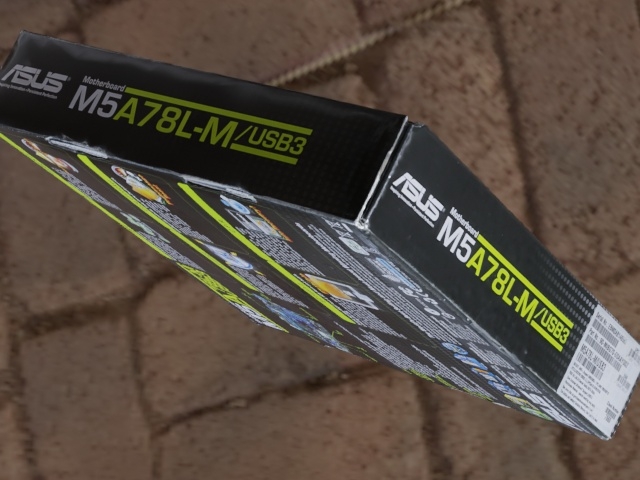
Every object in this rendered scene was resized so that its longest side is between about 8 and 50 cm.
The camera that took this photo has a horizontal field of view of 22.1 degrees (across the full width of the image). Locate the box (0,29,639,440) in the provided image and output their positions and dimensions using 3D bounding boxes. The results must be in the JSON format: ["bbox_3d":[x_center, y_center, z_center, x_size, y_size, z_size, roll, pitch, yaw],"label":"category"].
[{"bbox_3d":[0.000,0.000,0.594,0.184,0.191,0.045,19,76,41],"label":"box"}]
